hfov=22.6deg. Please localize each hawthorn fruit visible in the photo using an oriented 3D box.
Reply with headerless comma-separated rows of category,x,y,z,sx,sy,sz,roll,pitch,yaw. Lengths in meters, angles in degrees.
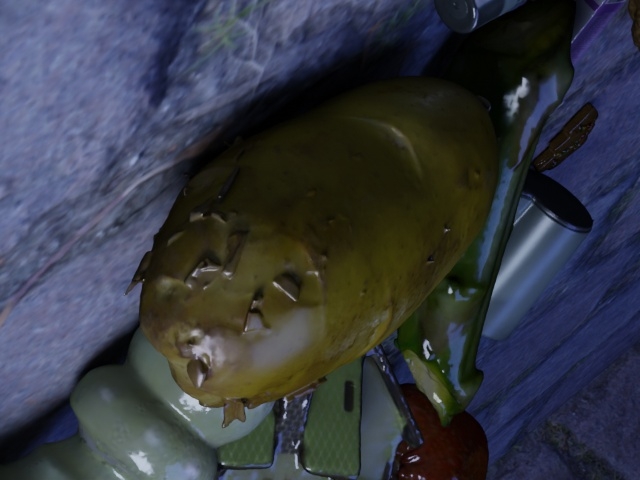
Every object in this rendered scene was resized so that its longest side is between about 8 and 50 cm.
hawthorn fruit,0.090,0.255,1.799,0.205,0.205,0.253,-44,168,5

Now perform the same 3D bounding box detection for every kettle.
kettle,0.179,0.006,1.566,0.148,0.127,0.098,-53,-166,26

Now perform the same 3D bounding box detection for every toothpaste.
toothpaste,0.164,-0.200,1.052,0.239,0.039,0.062,-35,156,-33

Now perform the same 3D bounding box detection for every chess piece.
chess piece,-0.131,0.146,1.084,0.251,0.144,0.144,-47,165,-5

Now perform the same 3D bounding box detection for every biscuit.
biscuit,0.245,-0.100,1.554,0.082,0.016,0.092,-28,161,-41

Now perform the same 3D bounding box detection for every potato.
potato,0.000,0.000,0.986,0.300,0.140,0.173,-36,157,-44

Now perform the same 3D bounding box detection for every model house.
model house,-0.017,0.085,1.240,0.205,0.218,0.279,5,105,-18

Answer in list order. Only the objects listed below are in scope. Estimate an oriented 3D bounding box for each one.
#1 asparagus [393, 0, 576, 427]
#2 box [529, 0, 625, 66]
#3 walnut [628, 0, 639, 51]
asparagus,0.106,-0.014,1.147,0.085,0.082,0.343,-6,120,-42
box,0.177,-0.162,1.155,0.036,0.050,0.117,-13,149,-48
walnut,0.296,-0.186,1.336,0.096,0.082,0.079,85,23,-80
